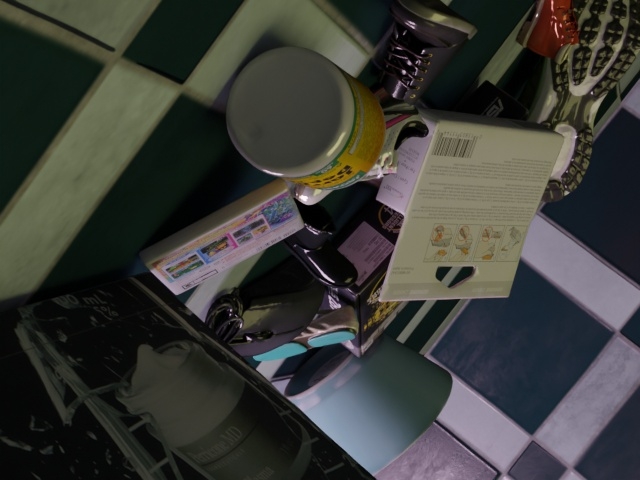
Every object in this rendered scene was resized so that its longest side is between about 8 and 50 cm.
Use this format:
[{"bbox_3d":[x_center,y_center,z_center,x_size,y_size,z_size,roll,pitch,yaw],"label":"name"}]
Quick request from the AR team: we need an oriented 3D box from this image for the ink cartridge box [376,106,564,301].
[{"bbox_3d":[0.198,-0.047,1.745,0.296,0.066,0.261,1,113,-45],"label":"ink cartridge box"}]

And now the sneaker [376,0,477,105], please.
[{"bbox_3d":[0.105,-0.206,1.345,0.118,0.083,0.222,-54,167,12],"label":"sneaker"}]

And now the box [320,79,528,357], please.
[{"bbox_3d":[0.153,-0.026,1.929,0.395,0.097,0.318,-47,166,-15],"label":"box"}]

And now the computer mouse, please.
[{"bbox_3d":[-0.071,0.109,1.612,0.272,0.072,0.188,-34,157,-50],"label":"computer mouse"}]

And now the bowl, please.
[{"bbox_3d":[0.054,0.268,2.108,0.311,0.163,0.311,-38,-171,7],"label":"bowl"}]

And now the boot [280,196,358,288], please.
[{"bbox_3d":[0.001,0.000,1.473,0.045,0.121,0.099,-48,172,-25],"label":"boot"}]

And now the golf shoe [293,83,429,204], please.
[{"bbox_3d":[0.047,-0.101,1.427,0.186,0.086,0.067,-45,166,-21],"label":"golf shoe"}]

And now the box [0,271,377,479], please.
[{"bbox_3d":[-0.162,0.309,0.981,0.297,0.472,0.480,-55,166,19],"label":"box"}]

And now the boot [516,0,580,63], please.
[{"bbox_3d":[0.359,-0.334,1.833,0.059,0.085,0.158,-39,160,-37],"label":"boot"}]

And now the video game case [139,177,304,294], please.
[{"bbox_3d":[-0.095,-0.002,1.248,0.157,0.019,0.143,-28,164,-1],"label":"video game case"}]

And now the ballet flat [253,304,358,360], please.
[{"bbox_3d":[-0.023,0.132,1.784,0.168,0.052,0.057,-14,150,16],"label":"ballet flat"}]

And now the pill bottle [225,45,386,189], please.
[{"bbox_3d":[-0.003,-0.109,1.173,0.117,0.117,0.208,-53,167,7],"label":"pill bottle"}]

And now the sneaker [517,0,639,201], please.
[{"bbox_3d":[0.397,-0.280,2.069,0.182,0.158,0.410,-121,-131,-61],"label":"sneaker"}]
